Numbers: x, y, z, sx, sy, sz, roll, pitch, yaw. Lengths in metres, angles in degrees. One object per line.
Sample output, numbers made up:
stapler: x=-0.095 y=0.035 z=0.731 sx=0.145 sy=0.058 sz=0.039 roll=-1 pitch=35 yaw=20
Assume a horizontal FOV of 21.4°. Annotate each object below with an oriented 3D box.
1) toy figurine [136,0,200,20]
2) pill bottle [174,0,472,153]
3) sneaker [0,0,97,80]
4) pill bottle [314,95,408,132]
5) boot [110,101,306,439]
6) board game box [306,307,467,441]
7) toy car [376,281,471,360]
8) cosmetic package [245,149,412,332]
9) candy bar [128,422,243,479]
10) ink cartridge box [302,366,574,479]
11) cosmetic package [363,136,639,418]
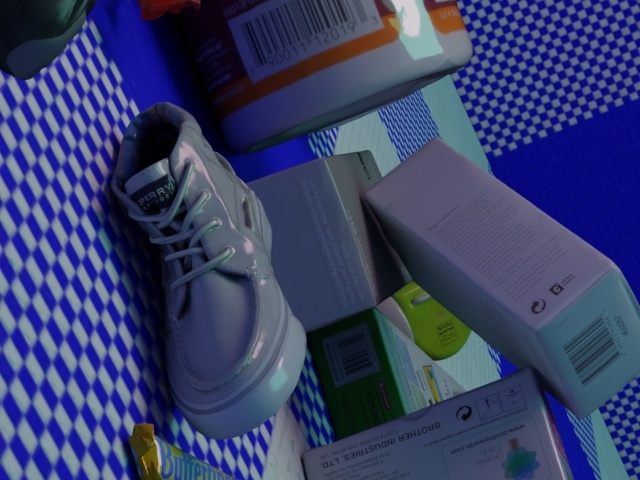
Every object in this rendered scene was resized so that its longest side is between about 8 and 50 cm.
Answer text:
toy figurine: x=-0.060 y=-0.355 z=1.213 sx=0.191 sy=0.217 sz=0.362 roll=-139 pitch=-142 yaw=-78
pill bottle: x=-0.044 y=-0.289 z=1.399 sx=0.224 sy=0.224 sz=0.392 roll=-21 pitch=90 yaw=-78
sneaker: x=-0.191 y=-0.204 z=0.986 sx=0.106 sy=0.101 sz=0.267 roll=27 pitch=38 yaw=-38
pill bottle: x=0.004 y=-0.237 z=1.735 sx=0.131 sy=0.131 sz=0.229 roll=-21 pitch=89 yaw=-78
boot: x=-0.084 y=0.010 z=1.058 sx=0.123 sy=0.095 sz=0.258 roll=54 pitch=9 yaw=-29
board game box: x=0.099 y=0.216 z=1.504 sx=0.316 sy=0.064 sz=0.242 roll=44 pitch=26 yaw=-62
toy car: x=0.077 y=0.029 z=1.622 sx=0.136 sy=0.159 sz=0.182 roll=-11 pitch=-76 yaw=65
cosmetic package: x=0.000 y=0.000 z=1.372 sx=0.238 sy=0.107 sz=0.127 roll=-34 pitch=105 yaw=-81
candy bar: x=-0.073 y=0.143 z=1.000 sx=0.161 sy=0.018 sz=0.040 roll=46 pitch=24 yaw=-62
ink cartridge box: x=0.108 y=0.257 z=1.177 sx=0.065 sy=0.186 sz=0.311 roll=56 pitch=16 yaw=-50
cosmetic package: x=0.141 y=0.024 z=1.290 sx=0.231 sy=0.085 sz=0.117 roll=43 pitch=-11 yaw=47
